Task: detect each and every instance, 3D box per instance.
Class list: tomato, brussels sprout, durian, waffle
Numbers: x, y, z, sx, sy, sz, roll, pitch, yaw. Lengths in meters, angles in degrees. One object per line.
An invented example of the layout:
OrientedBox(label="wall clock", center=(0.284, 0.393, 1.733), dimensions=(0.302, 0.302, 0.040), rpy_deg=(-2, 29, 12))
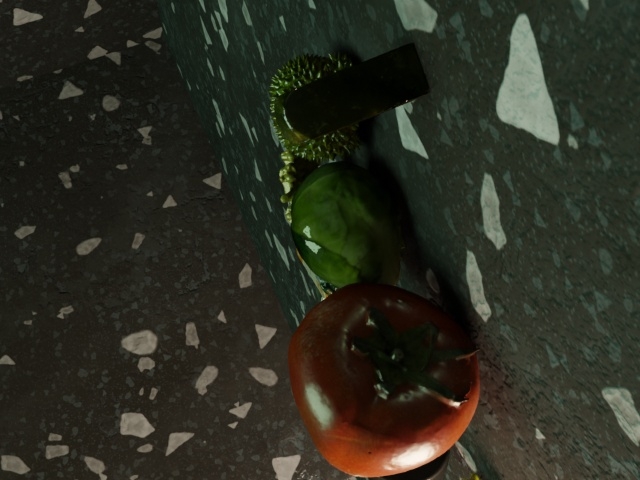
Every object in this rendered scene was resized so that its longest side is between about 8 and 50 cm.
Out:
OrientedBox(label="tomato", center=(0.107, 0.244, 1.383), dimensions=(0.273, 0.341, 0.341), rpy_deg=(104, 143, -61))
OrientedBox(label="brussels sprout", center=(0.059, -0.013, 1.495), dimensions=(0.271, 0.210, 0.219), rpy_deg=(56, 178, -21))
OrientedBox(label="durian", center=(-0.008, -0.247, 1.453), dimensions=(0.237, 0.177, 0.200), rpy_deg=(76, -168, -86))
OrientedBox(label="waffle", center=(0.001, -0.088, 1.677), dimensions=(0.253, 0.056, 0.249), rpy_deg=(21, -123, -52))

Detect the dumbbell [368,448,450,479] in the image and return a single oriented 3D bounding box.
OrientedBox(label="dumbbell", center=(0.179, 0.386, 1.642), dimensions=(0.322, 0.204, 0.203), rpy_deg=(84, 161, -50))

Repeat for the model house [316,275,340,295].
OrientedBox(label="model house", center=(0.068, 0.078, 1.837), dimensions=(0.149, 0.119, 0.148), rpy_deg=(9, 120, 68))

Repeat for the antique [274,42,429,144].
OrientedBox(label="antique", center=(0.039, -0.211, 1.145), dimensions=(0.080, 0.221, 0.081), rpy_deg=(-175, 63, -78))

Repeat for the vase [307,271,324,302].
OrientedBox(label="vase", center=(0.015, 0.127, 2.233), dimensions=(0.214, 0.086, 0.086), rpy_deg=(-125, 17, -62))

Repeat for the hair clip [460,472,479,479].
OrientedBox(label="hair clip", center=(0.337, 0.521, 1.554), dimensions=(0.072, 0.046, 0.173), rpy_deg=(67, 167, -15))

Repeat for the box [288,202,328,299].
OrientedBox(label="box", center=(0.000, 0.000, 2.029), dimensions=(0.220, 0.091, 0.274), rpy_deg=(-123, 16, -45))
